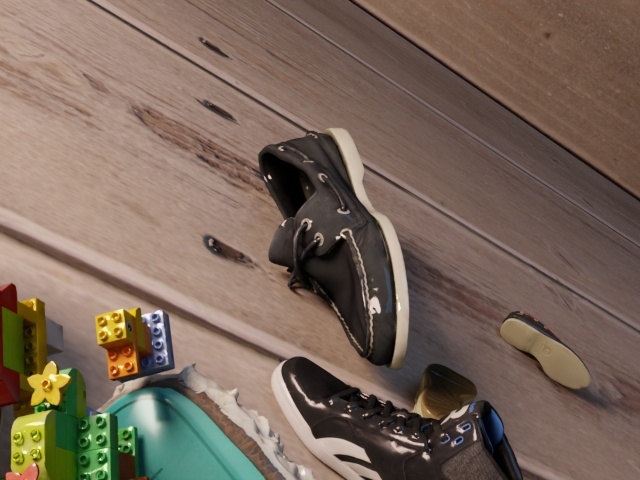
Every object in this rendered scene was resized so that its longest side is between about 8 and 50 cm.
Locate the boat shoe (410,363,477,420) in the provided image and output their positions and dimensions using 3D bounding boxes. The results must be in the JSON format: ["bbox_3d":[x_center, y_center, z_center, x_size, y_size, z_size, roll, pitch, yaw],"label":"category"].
[{"bbox_3d":[0.113,0.160,0.820,0.056,0.048,0.153,28,15,7],"label":"boat shoe"}]

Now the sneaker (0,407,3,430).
[{"bbox_3d":[-0.201,0.091,0.415,0.081,0.080,0.211,31,24,-14],"label":"sneaker"}]

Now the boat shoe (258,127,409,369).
[{"bbox_3d":[0.000,-0.004,0.868,0.113,0.127,0.340,-1,44,-14],"label":"boat shoe"}]

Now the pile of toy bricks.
[{"bbox_3d":[-0.109,0.108,0.386,0.105,0.118,0.212,58,19,-64],"label":"pile of toy bricks"}]

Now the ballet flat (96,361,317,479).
[{"bbox_3d":[0.020,0.231,0.437,0.147,0.147,0.409,3,42,-55],"label":"ballet flat"}]

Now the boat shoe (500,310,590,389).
[{"bbox_3d":[0.294,0.139,1.113,0.133,0.049,0.042,37,30,8],"label":"boat shoe"}]

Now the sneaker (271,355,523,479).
[{"bbox_3d":[0.069,0.144,0.669,0.217,0.121,0.079,45,22,15],"label":"sneaker"}]
